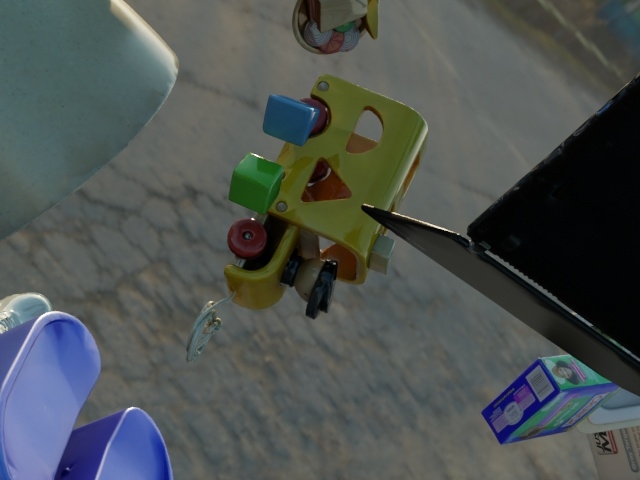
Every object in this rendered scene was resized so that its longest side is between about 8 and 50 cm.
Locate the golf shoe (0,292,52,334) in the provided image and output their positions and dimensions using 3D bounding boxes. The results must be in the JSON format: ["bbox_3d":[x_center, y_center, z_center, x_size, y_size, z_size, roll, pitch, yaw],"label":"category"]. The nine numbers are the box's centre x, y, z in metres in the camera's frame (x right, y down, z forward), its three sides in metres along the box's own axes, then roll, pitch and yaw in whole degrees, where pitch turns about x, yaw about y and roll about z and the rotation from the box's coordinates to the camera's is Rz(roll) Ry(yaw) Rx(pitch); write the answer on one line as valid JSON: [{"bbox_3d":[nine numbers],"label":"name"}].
[{"bbox_3d":[-0.349,0.107,1.358,0.176,0.086,0.069,-35,102,-42],"label":"golf shoe"}]

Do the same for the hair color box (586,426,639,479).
[{"bbox_3d":[0.488,0.206,1.563,0.113,0.374,0.185,-14,86,-33],"label":"hair color box"}]

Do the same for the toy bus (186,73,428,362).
[{"bbox_3d":[0.005,-0.012,0.898,0.104,0.202,0.191,22,28,10],"label":"toy bus"}]

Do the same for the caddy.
[{"bbox_3d":[-0.262,0.216,1.061,0.241,0.179,0.341,57,13,-18],"label":"caddy"}]

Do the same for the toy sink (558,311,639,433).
[{"bbox_3d":[0.344,0.132,1.374,0.234,0.152,0.131,9,69,-76],"label":"toy sink"}]

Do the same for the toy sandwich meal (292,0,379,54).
[{"bbox_3d":[0.016,-0.176,0.971,0.085,0.085,0.029,33,13,-47],"label":"toy sandwich meal"}]

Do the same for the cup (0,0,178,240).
[{"bbox_3d":[-0.328,-0.165,1.132,0.237,0.331,0.331,56,13,-27],"label":"cup"}]

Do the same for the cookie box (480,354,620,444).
[{"bbox_3d":[0.218,0.145,1.170,0.107,0.092,0.040,-2,53,-42],"label":"cookie box"}]

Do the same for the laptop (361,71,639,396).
[{"bbox_3d":[0.191,0.000,0.729,0.234,0.264,0.137,33,33,-19],"label":"laptop"}]
